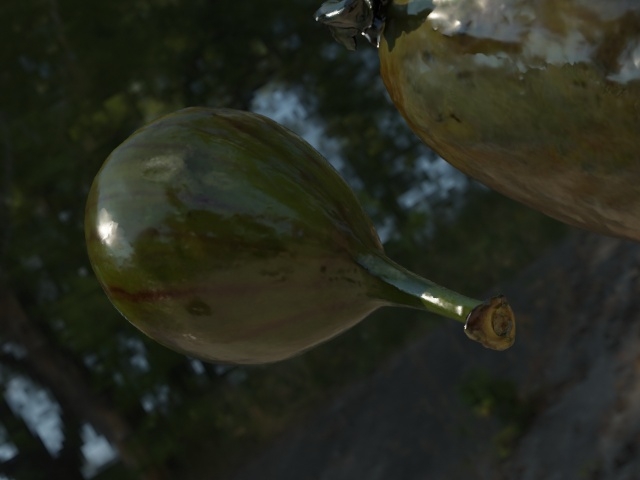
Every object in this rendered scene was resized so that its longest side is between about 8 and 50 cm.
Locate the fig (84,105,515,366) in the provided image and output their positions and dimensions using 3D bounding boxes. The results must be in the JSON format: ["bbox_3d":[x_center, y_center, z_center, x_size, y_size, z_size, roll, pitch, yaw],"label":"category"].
[{"bbox_3d":[0.000,0.000,1.013,0.259,0.151,0.151,3,11,29],"label":"fig"}]

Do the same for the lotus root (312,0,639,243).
[{"bbox_3d":[0.125,-0.059,0.577,0.124,0.241,0.123,-61,-37,-21],"label":"lotus root"}]
